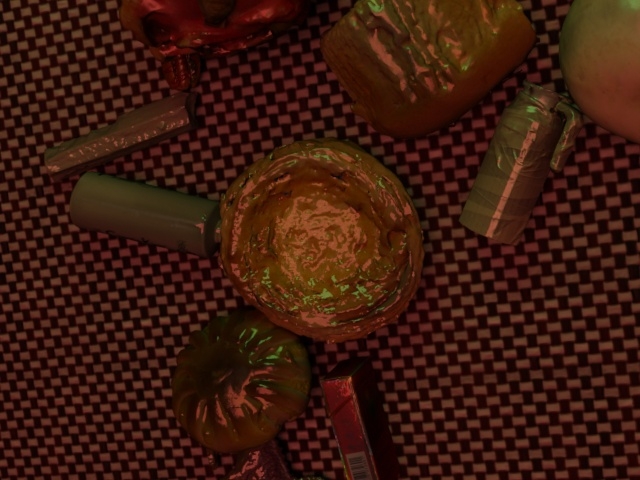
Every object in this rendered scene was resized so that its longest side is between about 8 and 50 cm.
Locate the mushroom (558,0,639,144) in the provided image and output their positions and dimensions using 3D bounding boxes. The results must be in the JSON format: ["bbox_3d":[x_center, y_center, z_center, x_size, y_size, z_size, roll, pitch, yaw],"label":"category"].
[{"bbox_3d":[0.412,-0.231,1.104,0.253,0.234,0.260,3,142,44],"label":"mushroom"}]

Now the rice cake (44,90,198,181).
[{"bbox_3d":[-0.289,-0.151,1.383,0.256,0.052,0.057,-18,65,18],"label":"rice cake"}]

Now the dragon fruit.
[{"bbox_3d":[-0.151,-0.342,1.192,0.296,0.314,0.263,5,130,-21],"label":"dragon fruit"}]

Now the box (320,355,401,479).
[{"bbox_3d":[0.055,0.256,1.306,0.048,0.112,0.175,-14,92,18],"label":"box"}]

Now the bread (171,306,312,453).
[{"bbox_3d":[-0.117,0.189,1.330,0.213,0.104,0.213,-9,70,26],"label":"bread"}]

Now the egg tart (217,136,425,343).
[{"bbox_3d":[0.000,0.000,1.293,0.290,0.107,0.291,1,96,10],"label":"egg tart"}]

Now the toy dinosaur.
[{"bbox_3d":[-0.075,0.295,1.385,0.199,0.072,0.251,-19,80,8],"label":"toy dinosaur"}]

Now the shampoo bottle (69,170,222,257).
[{"bbox_3d":[-0.222,-0.032,1.361,0.262,0.085,0.085,13,101,14],"label":"shampoo bottle"}]

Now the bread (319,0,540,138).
[{"bbox_3d":[0.126,-0.231,1.198,0.262,0.162,0.204,-34,99,32],"label":"bread"}]

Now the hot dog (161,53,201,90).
[{"bbox_3d":[-0.202,-0.283,1.345,0.062,0.038,0.144,-7,95,17],"label":"hot dog"}]

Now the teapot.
[{"bbox_3d":[0.258,-0.094,1.201,0.107,0.077,0.200,37,111,51],"label":"teapot"}]
